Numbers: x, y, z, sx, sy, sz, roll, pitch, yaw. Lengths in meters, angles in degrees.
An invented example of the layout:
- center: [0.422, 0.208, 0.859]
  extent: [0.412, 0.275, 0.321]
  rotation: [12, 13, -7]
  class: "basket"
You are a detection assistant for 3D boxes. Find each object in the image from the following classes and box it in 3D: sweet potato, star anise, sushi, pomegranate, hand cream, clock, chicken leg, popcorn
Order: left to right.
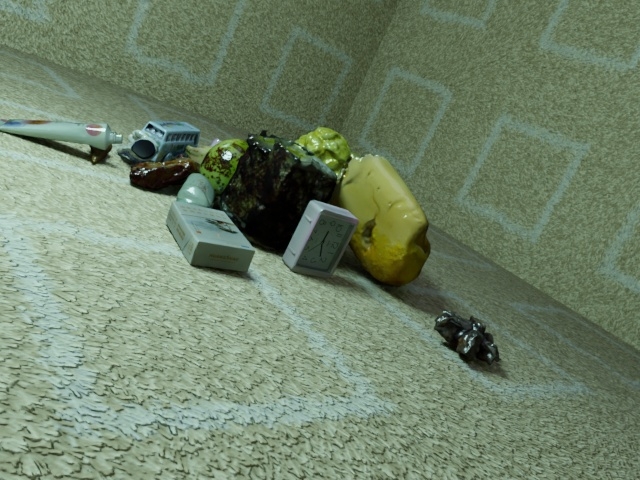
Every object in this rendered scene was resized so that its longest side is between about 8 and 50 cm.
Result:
- center: [-0.745, -0.316, 1.647]
  extent: [0.341, 0.077, 0.124]
  rotation: [7, 20, -15]
  class: "hand cream"
- center: [-0.670, -0.284, 1.747]
  extent: [0.068, 0.068, 0.226]
  rotation: [20, 15, -22]
  class: "sweet potato"
- center: [-0.472, -0.215, 1.761]
  extent: [0.178, 0.082, 0.323]
  rotation: [14, 21, 26]
  class: "chicken leg"
- center: [-0.316, -0.254, 1.888]
  extent: [0.276, 0.204, 0.222]
  rotation: [48, 28, 10]
  class: "pomegranate"
- center: [-0.123, -0.143, 1.698]
  extent: [0.281, 0.294, 0.299]
  rotation: [33, 15, 27]
  class: "sushi"
- center: [0.000, 0.000, 1.583]
  extent: [0.150, 0.197, 0.063]
  rotation: [15, 19, -39]
  class: "clock"
- center: [0.003, -0.259, 1.918]
  extent: [0.241, 0.250, 0.235]
  rotation: [50, 33, 2]
  class: "popcorn"
- center: [0.398, 0.251, 1.567]
  extent: [0.214, 0.098, 0.220]
  rotation: [28, 10, -30]
  class: "star anise"

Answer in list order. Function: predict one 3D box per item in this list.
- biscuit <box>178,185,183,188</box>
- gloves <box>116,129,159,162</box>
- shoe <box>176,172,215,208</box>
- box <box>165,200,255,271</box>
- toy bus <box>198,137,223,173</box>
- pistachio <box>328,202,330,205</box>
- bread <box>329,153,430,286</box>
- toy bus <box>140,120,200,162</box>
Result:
- center: [-0.448, -0.212, 1.937]
  extent: [0.145, 0.033, 0.224]
  rotation: [19, 15, -23]
  class: "biscuit"
- center: [-0.587, -0.296, 1.847]
  extent: [0.119, 0.097, 0.229]
  rotation: [-19, 27, -22]
  class: "gloves"
- center: [-0.359, -0.144, 1.700]
  extent: [0.103, 0.100, 0.251]
  rotation: [22, 11, -12]
  class: "shoe"
- center: [-0.271, -0.012, 1.396]
  extent: [0.150, 0.067, 0.233]
  rotation: [9, 22, -33]
  class: "box"
- center: [-0.245, -0.223, 2.071]
  extent: [0.387, 0.162, 0.171]
  rotation: [28, 13, 11]
  class: "toy bus"
- center: [0.118, -0.099, 2.228]
  extent: [0.288, 0.166, 0.197]
  rotation: [23, 28, -12]
  class: "pistachio"
- center: [0.189, -0.043, 1.818]
  extent: [0.394, 0.250, 0.361]
  rotation: [61, 2, 17]
  class: "bread"
- center: [-0.550, -0.363, 2.105]
  extent: [0.109, 0.135, 0.329]
  rotation: [29, 15, 4]
  class: "toy bus"
